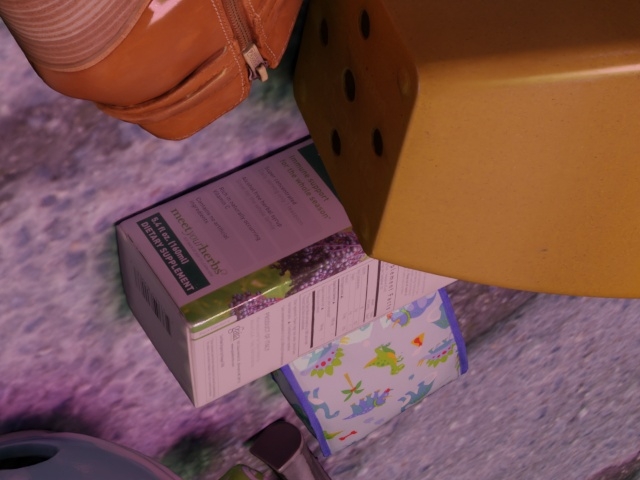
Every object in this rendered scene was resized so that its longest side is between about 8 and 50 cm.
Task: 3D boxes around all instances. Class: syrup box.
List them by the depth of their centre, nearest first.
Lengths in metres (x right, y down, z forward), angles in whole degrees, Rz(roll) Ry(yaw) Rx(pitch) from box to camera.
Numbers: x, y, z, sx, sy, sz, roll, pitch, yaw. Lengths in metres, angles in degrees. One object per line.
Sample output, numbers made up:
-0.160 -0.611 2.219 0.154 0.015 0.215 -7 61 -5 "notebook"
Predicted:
0.000 0.000 1.118 0.237 0.093 0.096 -26 147 -18 "syrup box"

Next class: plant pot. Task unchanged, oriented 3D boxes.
0.101 -0.097 0.999 0.187 0.212 0.212 -8 141 -20 "plant pot"

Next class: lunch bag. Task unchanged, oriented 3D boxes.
0.027 0.069 1.238 0.129 0.096 0.151 -33 159 -7 "lunch bag"

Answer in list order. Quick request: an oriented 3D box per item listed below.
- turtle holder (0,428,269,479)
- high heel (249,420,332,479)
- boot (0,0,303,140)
-0.145 0.229 1.151 0.320 0.227 0.243 -29 148 -14 "turtle holder"
-0.082 0.275 1.402 0.261 0.093 0.186 -41 144 -10 "high heel"
-0.026 -0.171 0.857 0.283 0.109 0.220 -49 157 -2 "boot"
